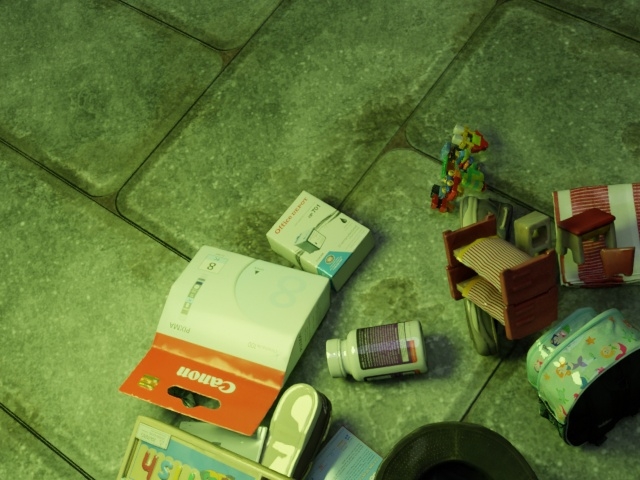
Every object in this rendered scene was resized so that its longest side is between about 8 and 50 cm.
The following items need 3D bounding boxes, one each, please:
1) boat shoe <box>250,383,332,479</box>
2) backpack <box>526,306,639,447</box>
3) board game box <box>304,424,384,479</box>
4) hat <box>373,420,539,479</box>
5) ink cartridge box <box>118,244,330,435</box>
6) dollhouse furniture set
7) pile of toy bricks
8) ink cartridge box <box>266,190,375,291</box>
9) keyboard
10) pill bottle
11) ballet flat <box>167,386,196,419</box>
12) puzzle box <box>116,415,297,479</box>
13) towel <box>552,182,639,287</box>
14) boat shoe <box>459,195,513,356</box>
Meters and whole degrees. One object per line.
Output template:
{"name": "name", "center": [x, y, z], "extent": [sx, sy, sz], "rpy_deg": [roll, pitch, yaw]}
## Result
{"name": "boat shoe", "center": [-0.077, 0.435, 1.864], "extent": [0.116, 0.096, 0.324], "rpy_deg": [21, 79, 35]}
{"name": "backpack", "center": [0.495, 0.238, 1.779], "extent": [0.225, 0.253, 0.191], "rpy_deg": [-35, 61, -6]}
{"name": "board game box", "center": [0.006, 0.508, 1.875], "extent": [0.145, 0.027, 0.281], "rpy_deg": [35, 75, 29]}
{"name": "hat", "center": [0.256, 0.492, 1.768], "extent": [0.331, 0.134, 0.331], "rpy_deg": [-1, 81, 8]}
{"name": "ink cartridge box", "center": [-0.192, 0.189, 1.984], "extent": [0.308, 0.091, 0.385], "rpy_deg": [15, 44, 19]}
{"name": "dollhouse furniture set", "center": [0.438, 0.022, 1.826], "extent": [0.374, 0.152, 0.201], "rpy_deg": [-21, 30, -21]}
{"name": "pile of toy bricks", "center": [0.316, -0.141, 2.124], "extent": [0.105, 0.118, 0.212], "rpy_deg": [22, 48, -7]}
{"name": "ink cartridge box", "center": [0.000, 0.000, 2.119], "extent": [0.190, 0.082, 0.140], "rpy_deg": [32, 73, 24]}
{"name": "keyboard", "center": [-0.204, 0.399, 1.922], "extent": [0.256, 0.014, 0.072], "rpy_deg": [-7, 65, 43]}
{"name": "pill bottle", "center": [0.114, 0.226, 1.956], "extent": [0.193, 0.108, 0.108], "rpy_deg": [-9, 61, 7]}
{"name": "ballet flat", "center": [-0.290, 0.330, 2.033], "extent": [0.114, 0.041, 0.041], "rpy_deg": [30, 72, 24]}
{"name": "puzzle box", "center": [-0.226, 0.522, 1.820], "extent": [0.409, 0.052, 0.272], "rpy_deg": [15, 85, 31]}
{"name": "towel", "center": [0.656, -0.019, 2.006], "extent": [0.329, 0.037, 0.237], "rpy_deg": [-4, 61, 11]}
{"name": "boat shoe", "center": [0.354, 0.061, 1.977], "extent": [0.130, 0.132, 0.355], "rpy_deg": [-4, 63, 11]}
